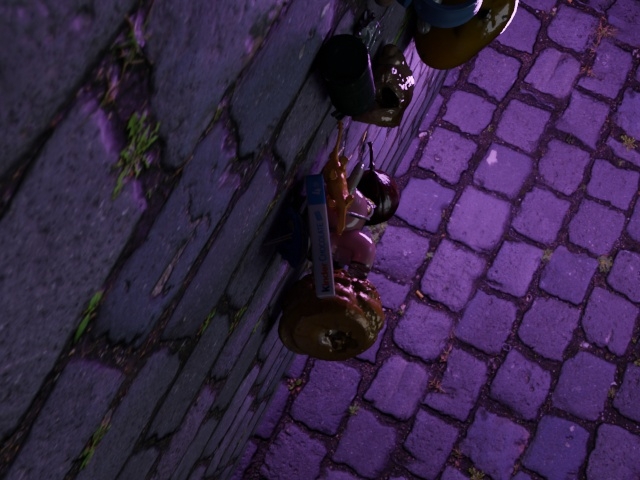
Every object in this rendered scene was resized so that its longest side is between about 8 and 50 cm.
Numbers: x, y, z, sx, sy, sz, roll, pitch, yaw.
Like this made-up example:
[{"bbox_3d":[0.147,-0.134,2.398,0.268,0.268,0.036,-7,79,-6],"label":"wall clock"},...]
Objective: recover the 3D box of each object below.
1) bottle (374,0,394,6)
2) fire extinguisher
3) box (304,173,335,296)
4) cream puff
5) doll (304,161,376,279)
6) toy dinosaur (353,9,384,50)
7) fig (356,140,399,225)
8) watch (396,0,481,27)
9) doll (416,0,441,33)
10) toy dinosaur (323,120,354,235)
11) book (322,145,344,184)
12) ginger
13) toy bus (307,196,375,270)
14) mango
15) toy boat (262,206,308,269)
[{"bbox_3d":[0.128,-0.503,1.388,0.045,0.045,0.096,-61,171,-11],"label":"bottle"},{"bbox_3d":[0.053,-0.306,1.401,0.114,0.095,0.311,-41,173,5],"label":"fire extinguisher"},{"bbox_3d":[0.000,0.000,1.670,0.265,0.048,0.273,76,9,-85],"label":"box"},{"bbox_3d":[0.034,0.227,2.256,0.343,0.327,0.231,-29,-142,29],"label":"cream puff"},{"bbox_3d":[0.073,-0.057,1.924,0.284,0.216,0.268,104,8,-71],"label":"doll"},{"bbox_3d":[0.105,-0.437,1.484,0.082,0.039,0.209,-67,172,14],"label":"toy dinosaur"},{"bbox_3d":[0.173,-0.169,2.359,0.203,0.186,0.249,-38,153,-27],"label":"fig"},{"bbox_3d":[0.272,-0.576,1.542,0.211,0.193,0.211,-60,174,-11],"label":"watch"},{"bbox_3d":[0.284,-0.647,1.844,0.103,0.071,0.214,-89,-174,-47],"label":"doll"},{"bbox_3d":[0.039,-0.146,1.711,0.117,0.070,0.288,116,-28,-71],"label":"toy dinosaur"},{"bbox_3d":[0.029,-0.195,1.891,0.111,0.014,0.077,-55,169,-44],"label":"book"},{"bbox_3d":[0.160,-0.380,1.750,0.275,0.130,0.221,15,92,-81],"label":"ginger"},{"bbox_3d":[0.069,-0.037,2.282,0.262,0.128,0.150,-66,174,33],"label":"toy bus"},{"bbox_3d":[0.394,-0.643,2.024,0.301,0.220,0.445,-67,-167,-7],"label":"mango"},{"bbox_3d":[-0.083,-0.003,1.611,0.110,0.091,0.175,-23,140,-33],"label":"toy boat"}]
